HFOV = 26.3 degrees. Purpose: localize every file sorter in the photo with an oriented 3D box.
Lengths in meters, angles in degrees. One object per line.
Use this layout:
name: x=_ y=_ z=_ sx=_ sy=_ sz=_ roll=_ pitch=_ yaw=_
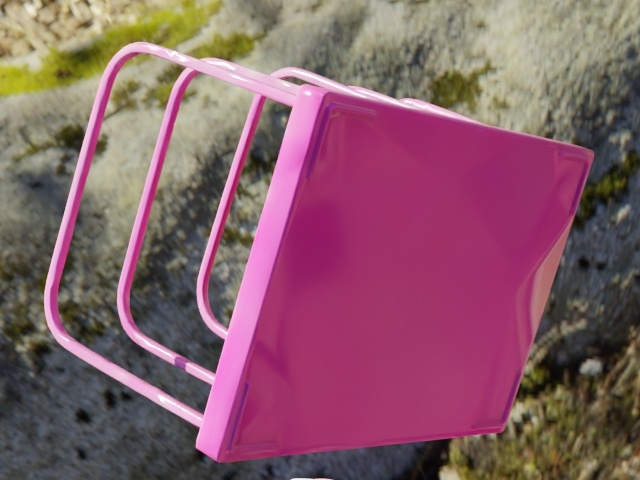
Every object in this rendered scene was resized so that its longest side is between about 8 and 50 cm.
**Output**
file sorter: x=0.000 y=0.000 z=0.864 sx=0.182 sy=0.290 sz=0.202 roll=24 pitch=102 yaw=37

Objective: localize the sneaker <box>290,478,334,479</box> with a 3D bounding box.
sneaker: x=-0.020 y=0.269 z=1.195 sx=0.070 sy=0.051 sz=0.134 roll=8 pitch=62 yaw=16
